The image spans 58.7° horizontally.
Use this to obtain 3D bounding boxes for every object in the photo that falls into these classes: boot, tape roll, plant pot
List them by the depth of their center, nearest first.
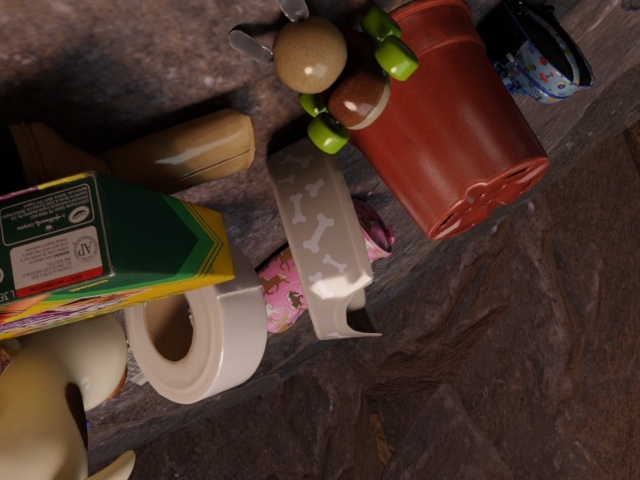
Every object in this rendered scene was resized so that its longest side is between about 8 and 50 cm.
[{"bbox_3d":[-0.209,-0.109,0.686,0.269,0.089,0.236,-23,174,-19],"label":"boot"},{"bbox_3d":[0.178,-0.161,0.848,0.272,0.265,0.272,-27,163,-9],"label":"plant pot"},{"bbox_3d":[-0.223,0.128,0.980,0.100,0.286,0.286,-8,152,-49],"label":"tape roll"}]

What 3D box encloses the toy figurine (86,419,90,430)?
[{"bbox_3d":[-0.606,0.384,1.247,0.362,0.191,0.217,-4,-136,46],"label":"toy figurine"}]

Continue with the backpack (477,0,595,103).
[{"bbox_3d":[0.346,-0.289,0.916,0.158,0.173,0.117,-13,156,-44],"label":"backpack"}]

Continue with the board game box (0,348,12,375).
[{"bbox_3d":[-0.446,0.117,0.417,0.291,0.232,0.141,-33,-161,6],"label":"board game box"}]

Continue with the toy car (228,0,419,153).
[{"bbox_3d":[-0.009,-0.224,0.676,0.188,0.149,0.155,25,125,-34],"label":"toy car"}]

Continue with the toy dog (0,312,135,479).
[{"bbox_3d":[-0.453,0.241,0.877,0.395,0.285,0.408,-12,-153,11],"label":"toy dog"}]

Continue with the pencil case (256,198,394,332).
[{"bbox_3d":[-0.009,0.063,1.354,0.386,0.160,0.167,-39,169,24],"label":"pencil case"}]

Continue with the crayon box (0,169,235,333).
[{"bbox_3d":[-0.323,0.043,0.653,0.362,0.106,0.313,-15,172,9],"label":"crayon box"}]

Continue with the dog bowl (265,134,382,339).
[{"bbox_3d":[0.000,0.000,0.921,0.102,0.349,0.349,-17,162,-3],"label":"dog bowl"}]

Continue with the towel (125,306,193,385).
[{"bbox_3d":[-0.434,0.293,1.482,0.324,0.056,0.312,-27,163,-6],"label":"towel"}]
